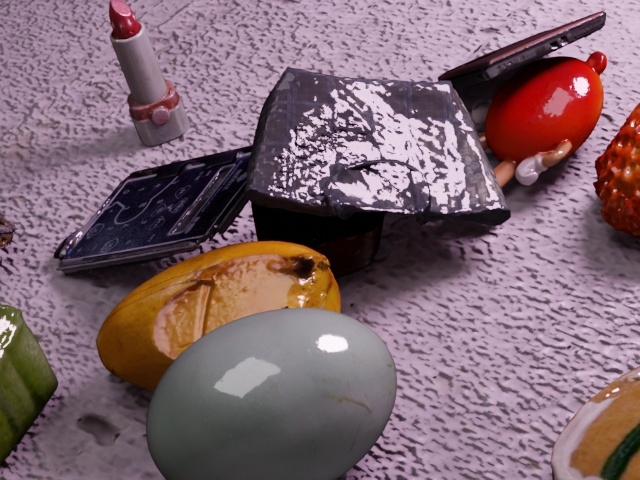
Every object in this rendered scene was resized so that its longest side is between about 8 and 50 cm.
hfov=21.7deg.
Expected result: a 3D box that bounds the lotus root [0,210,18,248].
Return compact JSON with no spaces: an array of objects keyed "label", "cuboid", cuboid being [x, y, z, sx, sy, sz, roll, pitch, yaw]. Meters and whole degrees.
[{"label":"lotus root","cuboid":[-0.482,-0.031,1.919,0.329,0.078,0.167,22,16,35]}]

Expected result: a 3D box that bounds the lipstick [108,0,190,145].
[{"label":"lipstick","cuboid":[-0.210,-0.200,1.940,0.063,0.186,0.057,-23,39,-6]}]

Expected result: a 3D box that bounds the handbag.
[{"label":"handbag","cuboid":[0.051,-0.085,1.674,0.270,0.089,0.175,4,44,-12]}]

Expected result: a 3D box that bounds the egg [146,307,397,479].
[{"label":"egg","cuboid":[-0.041,0.147,1.470,0.231,0.168,0.168,-21,38,-12]}]

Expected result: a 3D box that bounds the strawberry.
[{"label":"strawberry","cuboid":[0.354,-0.092,1.653,0.175,0.107,0.236,-9,39,10]}]

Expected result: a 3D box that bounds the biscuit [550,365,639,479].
[{"label":"biscuit","cuboid":[0.328,0.216,1.331,0.287,0.057,0.344,-38,42,-23]}]

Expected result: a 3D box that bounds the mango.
[{"label":"mango","cuboid":[-0.101,0.080,1.613,0.252,0.126,0.154,-14,48,16]}]

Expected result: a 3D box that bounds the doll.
[{"label":"doll","cuboid":[0.216,-0.122,1.769,0.217,0.085,0.183,-43,38,-4]}]

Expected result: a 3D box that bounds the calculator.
[{"label":"calculator","cuboid":[-0.166,-0.033,1.786,0.274,0.028,0.166,-9,34,45]}]

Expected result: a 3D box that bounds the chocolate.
[{"label":"chocolate","cuboid":[0.000,0.000,1.702,0.148,0.080,0.125,4,38,14]}]

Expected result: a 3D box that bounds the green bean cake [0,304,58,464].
[{"label":"green bean cake","cuboid":[-0.401,0.157,1.634,0.222,0.125,0.248,11,46,32]}]

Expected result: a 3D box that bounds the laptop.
[{"label":"laptop","cuboid":[0.218,-0.203,1.823,0.154,0.026,0.207,-23,5,-9]}]
